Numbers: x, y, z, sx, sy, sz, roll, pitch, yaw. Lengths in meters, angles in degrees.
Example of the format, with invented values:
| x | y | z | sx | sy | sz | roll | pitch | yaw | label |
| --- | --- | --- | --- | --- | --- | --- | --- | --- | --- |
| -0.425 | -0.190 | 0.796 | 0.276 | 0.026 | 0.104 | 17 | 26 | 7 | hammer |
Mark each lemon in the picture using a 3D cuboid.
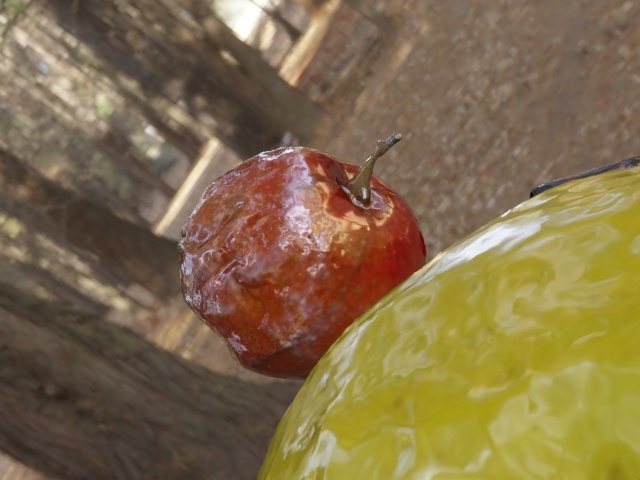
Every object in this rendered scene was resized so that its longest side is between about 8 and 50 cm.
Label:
| x | y | z | sx | sy | sz | roll | pitch | yaw | label |
| --- | --- | --- | --- | --- | --- | --- | --- | --- | --- |
| 0.125 | 0.153 | 0.511 | 0.364 | 0.364 | 0.364 | -53 | 10 | 13 | lemon |

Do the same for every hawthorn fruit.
| x | y | z | sx | sy | sz | roll | pitch | yaw | label |
| --- | --- | --- | --- | --- | --- | --- | --- | --- | --- |
| 0.000 | 0.000 | 1.064 | 0.272 | 0.242 | 0.242 | -47 | 12 | 33 | hawthorn fruit |

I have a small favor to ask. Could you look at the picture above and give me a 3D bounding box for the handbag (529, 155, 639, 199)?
| x | y | z | sx | sy | sz | roll | pitch | yaw | label |
| --- | --- | --- | --- | --- | --- | --- | --- | --- | --- |
| 0.444 | -0.024 | 1.694 | 0.215 | 0.155 | 0.169 | -16 | 35 | 8 | handbag |
